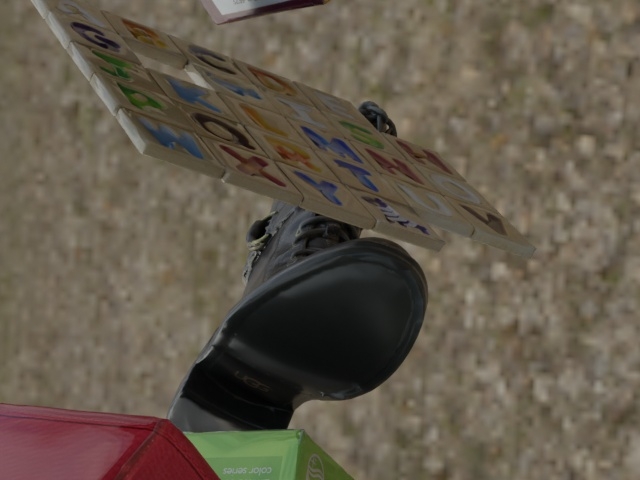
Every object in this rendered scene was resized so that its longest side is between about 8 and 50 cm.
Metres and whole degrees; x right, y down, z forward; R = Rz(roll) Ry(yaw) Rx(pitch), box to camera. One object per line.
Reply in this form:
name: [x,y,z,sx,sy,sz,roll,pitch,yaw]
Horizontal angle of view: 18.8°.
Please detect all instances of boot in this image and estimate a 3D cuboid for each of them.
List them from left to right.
boot: [0.000,0.000,1.170,0.263,0.091,0.229,-40,21,49]

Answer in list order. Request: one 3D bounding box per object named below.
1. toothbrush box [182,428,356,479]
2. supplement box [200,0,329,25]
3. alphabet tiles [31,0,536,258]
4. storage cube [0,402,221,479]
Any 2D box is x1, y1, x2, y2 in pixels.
toothbrush box: [-0.095,0.252,1.019,0.122,0.206,0.283,50,-138,-50]
supplement box: [0.012,-0.201,1.014,0.104,0.188,0.081,-1,128,54]
alphabet tiles: [-0.013,-0.050,0.935,0.009,0.237,0.198,-63,32,15]
storage cube: [-0.119,0.191,0.721,0.215,0.183,0.193,-2,42,45]
